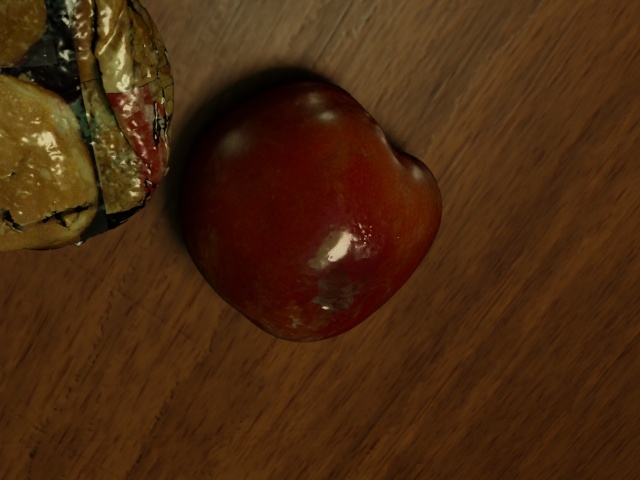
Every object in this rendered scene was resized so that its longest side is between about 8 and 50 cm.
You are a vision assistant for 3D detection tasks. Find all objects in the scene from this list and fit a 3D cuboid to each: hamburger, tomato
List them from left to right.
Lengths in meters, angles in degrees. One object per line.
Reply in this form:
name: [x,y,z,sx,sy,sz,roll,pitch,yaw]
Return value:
hamburger: [-0.209,-0.098,0.558,0.231,0.107,0.231,-10,129,-12]
tomato: [0.000,0.000,0.682,0.233,0.139,0.200,32,113,-35]
